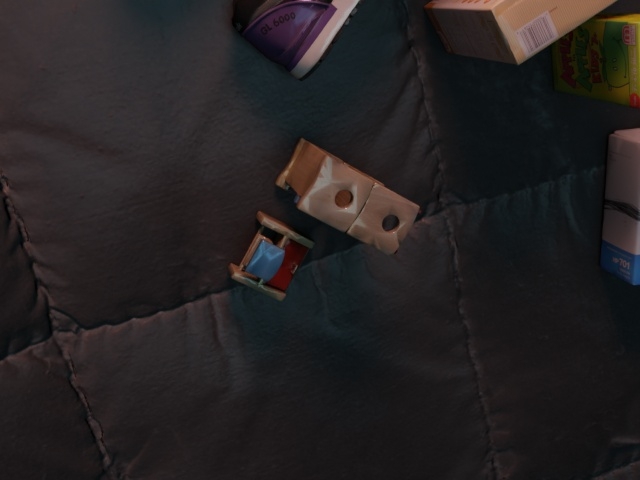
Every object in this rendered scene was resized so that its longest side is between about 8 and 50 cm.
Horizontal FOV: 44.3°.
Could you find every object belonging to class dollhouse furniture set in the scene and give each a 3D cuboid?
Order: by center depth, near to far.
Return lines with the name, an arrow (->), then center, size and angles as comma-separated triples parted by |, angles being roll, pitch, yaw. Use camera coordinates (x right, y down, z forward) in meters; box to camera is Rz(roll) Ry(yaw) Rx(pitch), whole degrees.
dollhouse furniture set -> 0.000, 0.000, 0.909 | 0.129, 0.129, 0.184 | 27, 98, -20

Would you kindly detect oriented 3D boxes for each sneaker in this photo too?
sneaker -> 0.013, -0.319, 0.830 | 0.124, 0.107, 0.283 | 34, 96, -15

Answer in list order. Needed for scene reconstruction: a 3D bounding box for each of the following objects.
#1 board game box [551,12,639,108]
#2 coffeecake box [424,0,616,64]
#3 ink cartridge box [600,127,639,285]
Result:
board game box -> 0.328, -0.210, 0.899 | 0.043, 0.181, 0.092 | -14, 110, -10
coffeecake box -> 0.216, -0.262, 0.852 | 0.142, 0.185, 0.068 | -34, 112, -2
ink cartridge box -> 0.455, -0.049, 1.037 | 0.139, 0.082, 0.191 | -7, 110, -12
